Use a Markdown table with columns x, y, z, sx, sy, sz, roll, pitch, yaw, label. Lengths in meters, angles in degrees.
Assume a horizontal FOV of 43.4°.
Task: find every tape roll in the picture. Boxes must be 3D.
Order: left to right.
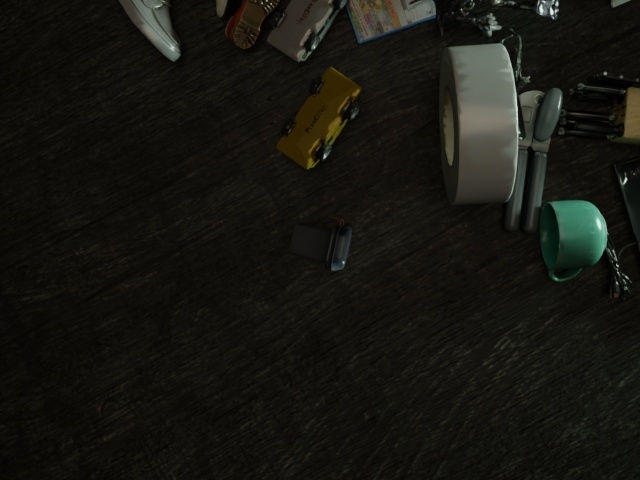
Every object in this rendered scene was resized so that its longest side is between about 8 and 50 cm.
| x | y | z | sx | sy | sz | roll | pitch | yaw | label |
| --- | --- | --- | --- | --- | --- | --- | --- | --- | --- |
| 0.276 | -0.205 | 1.439 | 0.100 | 0.286 | 0.286 | -4 | 92 | 2 | tape roll |

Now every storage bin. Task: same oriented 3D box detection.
| x | y | z | sx | sy | sz | roll | pitch | yaw | label |
| --- | --- | --- | --- | --- | --- | --- | --- | --- | --- |
| 0.000 | 0.000 | 1.537 | 0.091 | 0.135 | 0.098 | 12 | 92 | 12 | storage bin |

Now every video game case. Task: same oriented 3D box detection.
| x | y | z | sx | sy | sz | roll | pitch | yaw | label |
| --- | --- | --- | --- | --- | --- | --- | --- | --- | --- |
| 0.134 | -0.466 | 1.570 | 0.166 | 0.015 | 0.119 | -19 | 91 | 3 | video game case |

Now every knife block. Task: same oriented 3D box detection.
| x | y | z | sx | sy | sz | roll | pitch | yaw | label |
| --- | --- | --- | --- | --- | --- | --- | --- | --- | --- |
| 0.604 | -0.215 | 1.520 | 0.242 | 0.088 | 0.275 | -39 | 90 | 4 | knife block |

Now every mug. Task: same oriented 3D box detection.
| x | y | z | sx | sy | sz | roll | pitch | yaw | label |
| --- | --- | --- | --- | --- | --- | --- | --- | --- | --- |
| 0.477 | -0.006 | 1.522 | 0.097 | 0.157 | 0.129 | -4 | 67 | 0 | mug |

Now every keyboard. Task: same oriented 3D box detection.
| x | y | z | sx | sy | sz | roll | pitch | yaw | label |
| --- | --- | --- | --- | --- | --- | --- | --- | --- | --- |
| 0.626 | -0.002 | 1.554 | 0.202 | 0.033 | 0.317 | -17 | 90 | -3 | keyboard |

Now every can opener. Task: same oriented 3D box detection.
| x | y | z | sx | sy | sz | roll | pitch | yaw | label |
| --- | --- | --- | --- | --- | --- | --- | --- | --- | --- |
| 0.398 | -0.151 | 1.535 | 0.074 | 0.093 | 0.280 | 8 | 97 | 2 | can opener |

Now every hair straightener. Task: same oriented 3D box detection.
| x | y | z | sx | sy | sz | roll | pitch | yaw | label |
| --- | --- | --- | --- | --- | --- | --- | --- | --- | --- |
| 0.370 | -0.298 | 1.523 | 0.047 | 0.089 | 0.230 | 11 | 75 | -31 | hair straightener |

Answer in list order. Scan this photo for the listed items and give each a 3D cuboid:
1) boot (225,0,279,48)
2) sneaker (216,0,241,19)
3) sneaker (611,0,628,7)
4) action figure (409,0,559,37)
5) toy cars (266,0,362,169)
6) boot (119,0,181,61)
| x | y | z | sx | sy | sz | roll | pitch | yaw | label |
| --- | --- | --- | --- | --- | --- | --- | --- | --- | --- |
| -0.132 | -0.448 | 1.549 | 0.059 | 0.084 | 0.158 | 30 | 96 | -30 | boot |
| -0.194 | -0.512 | 1.570 | 0.075 | 0.057 | 0.161 | 10 | 93 | 18 | sneaker |
| 0.526 | -0.541 | 1.524 | 0.094 | 0.080 | 0.212 | -37 | 91 | 15 | sneaker |
| 0.312 | -0.463 | 1.506 | 0.276 | 0.141 | 0.164 | 10 | 101 | 28 | action figure |
| -0.005 | -0.332 | 1.548 | 0.176 | 0.087 | 0.393 | -6 | 87 | 14 | toy cars |
| -0.319 | -0.480 | 1.548 | 0.123 | 0.095 | 0.258 | -36 | 89 | 10 | boot |
